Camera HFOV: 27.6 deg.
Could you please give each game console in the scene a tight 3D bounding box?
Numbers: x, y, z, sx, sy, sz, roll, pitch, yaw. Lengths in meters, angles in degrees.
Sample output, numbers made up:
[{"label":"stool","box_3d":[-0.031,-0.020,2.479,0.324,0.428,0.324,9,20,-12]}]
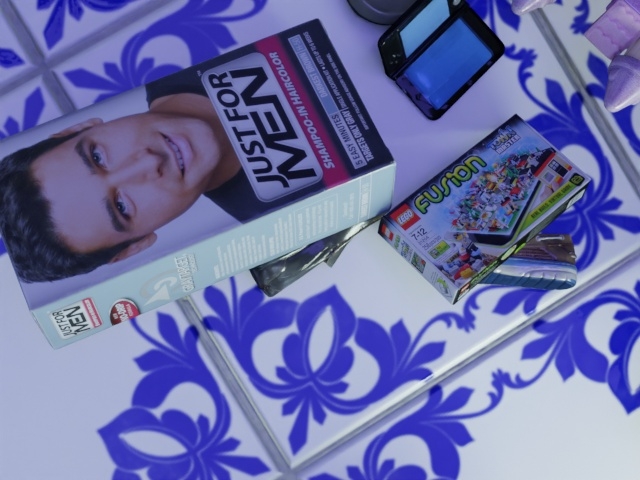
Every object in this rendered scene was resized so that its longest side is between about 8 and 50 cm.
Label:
[{"label":"game console","box_3d":[0.132,-0.210,1.402,0.122,0.107,0.071,-45,66,-9]}]

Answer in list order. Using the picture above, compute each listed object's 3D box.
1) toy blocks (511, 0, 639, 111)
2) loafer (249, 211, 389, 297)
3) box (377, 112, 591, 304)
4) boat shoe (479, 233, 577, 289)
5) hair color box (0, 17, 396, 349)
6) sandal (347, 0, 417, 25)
[{"label":"toy blocks","box_3d":[0.353,-0.239,1.315,0.288,0.309,0.260,41,75,-4]},{"label":"loafer","box_3d":[0.000,0.000,1.380,0.170,0.062,0.061,-24,114,-8]},{"label":"box","box_3d":[0.173,-0.036,1.370,0.207,0.036,0.114,-38,70,-23]},{"label":"boat shoe","box_3d":[0.185,0.011,1.404,0.183,0.066,0.066,8,71,-9]},{"label":"hair color box","box_3d":[-0.133,-0.059,1.302,0.374,0.113,0.185,-23,68,-9]},{"label":"sandal","box_3d":[0.067,-0.384,1.391,0.120,0.086,0.303,-10,88,-9]}]
